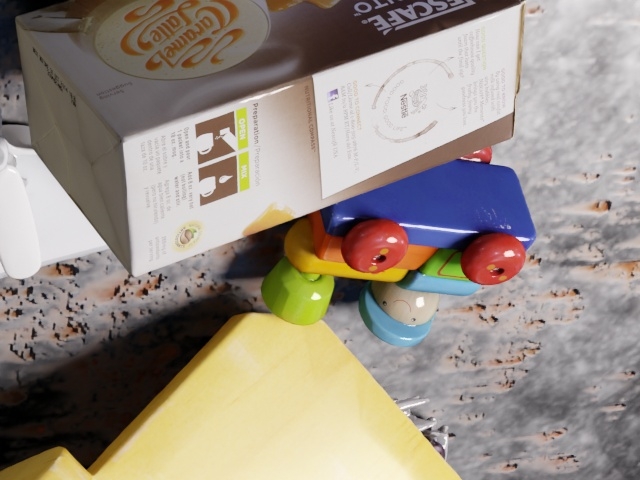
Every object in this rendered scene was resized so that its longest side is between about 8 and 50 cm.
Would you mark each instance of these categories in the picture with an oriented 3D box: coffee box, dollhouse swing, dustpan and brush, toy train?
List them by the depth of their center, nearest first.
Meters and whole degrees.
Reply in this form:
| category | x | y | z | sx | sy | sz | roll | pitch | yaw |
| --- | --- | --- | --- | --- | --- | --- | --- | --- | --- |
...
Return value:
| category | x | y | z | sx | sy | sz | roll | pitch | yaw |
| --- | --- | --- | --- | --- | --- | --- | --- | --- | --- |
| coffee box | -0.026 | -0.090 | 1.097 | 0.246 | 0.141 | 0.098 | -20 | 133 | -22 |
| dustpan and brush | -0.191 | -0.038 | 1.164 | 0.147 | 0.060 | 0.211 | -16 | 134 | -9 |
| toy train | 0.000 | 0.000 | 1.263 | 0.248 | 0.105 | 0.143 | 6 | 140 | -27 |
| dollhouse swing | -0.097 | 0.263 | 1.368 | 0.347 | 0.305 | 0.315 | 49 | 140 | -13 |

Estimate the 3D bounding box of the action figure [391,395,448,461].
| category | x | y | z | sx | sy | sz | roll | pitch | yaw |
| --- | --- | --- | --- | --- | --- | --- | --- | --- | --- |
| action figure | 0.023 | 0.216 | 1.461 | 0.185 | 0.099 | 0.285 | -18 | 120 | 2 |
